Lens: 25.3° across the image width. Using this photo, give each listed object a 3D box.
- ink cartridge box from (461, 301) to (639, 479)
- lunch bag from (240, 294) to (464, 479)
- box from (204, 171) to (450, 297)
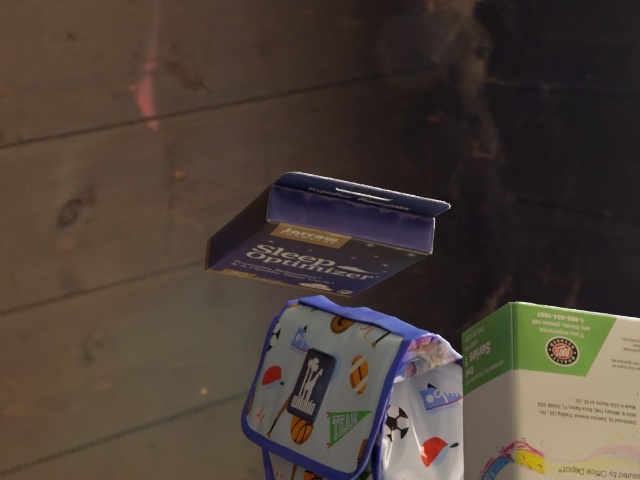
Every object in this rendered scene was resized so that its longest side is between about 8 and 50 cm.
[{"bbox_3d":[0.236,0.211,1.249,0.201,0.117,0.278,8,-111,-18],"label":"ink cartridge box"},{"bbox_3d":[0.065,0.277,1.849,0.239,0.328,0.385,-15,-75,-29],"label":"lunch bag"},{"bbox_3d":[0.000,0.000,1.148,0.136,0.225,0.036,11,-108,-16],"label":"box"}]
